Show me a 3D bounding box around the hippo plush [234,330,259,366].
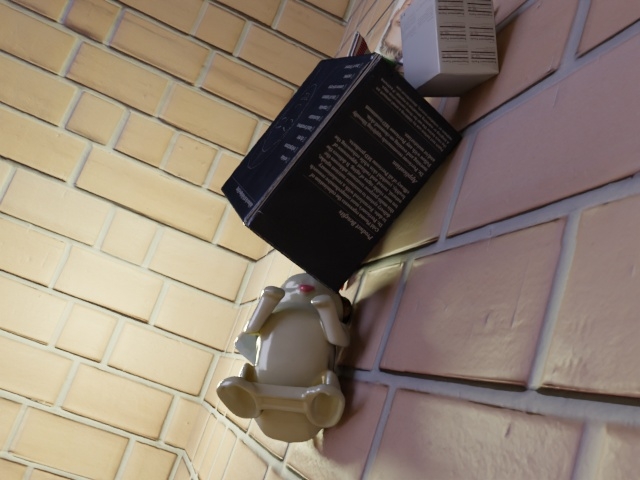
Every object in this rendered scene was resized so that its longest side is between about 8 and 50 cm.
[{"bbox_3d":[-0.106,0.355,1.872,0.236,0.234,0.294,94,152,-74],"label":"hippo plush"}]

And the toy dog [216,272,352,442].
[{"bbox_3d":[-0.039,0.265,1.584,0.395,0.284,0.408,72,-159,-46],"label":"toy dog"}]

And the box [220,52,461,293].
[{"bbox_3d":[0.020,-0.190,1.614,0.472,0.297,0.480,-50,20,1],"label":"box"}]

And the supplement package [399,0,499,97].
[{"bbox_3d":[0.291,-0.454,1.462,0.194,0.149,0.203,169,97,-75],"label":"supplement package"}]

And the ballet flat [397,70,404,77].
[{"bbox_3d":[0.160,-0.433,2.072,0.482,0.181,0.164,170,97,-64],"label":"ballet flat"}]

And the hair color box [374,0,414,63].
[{"bbox_3d":[0.316,-0.687,1.892,0.174,0.105,0.347,43,112,50],"label":"hair color box"}]

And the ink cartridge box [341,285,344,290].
[{"bbox_3d":[0.034,0.021,1.873,0.078,0.134,0.231,-4,52,26],"label":"ink cartridge box"}]

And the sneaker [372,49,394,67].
[{"bbox_3d":[0.228,-0.599,2.323,0.123,0.109,0.296,-3,58,47],"label":"sneaker"}]

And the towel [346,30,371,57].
[{"bbox_3d":[0.146,-0.598,2.362,0.329,0.037,0.237,24,-97,-72],"label":"towel"}]
